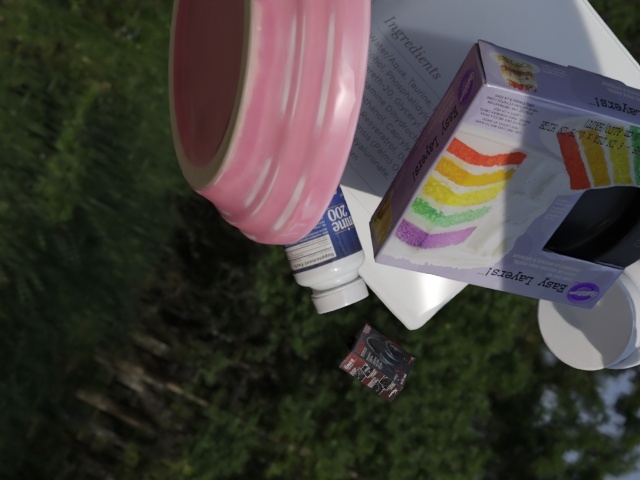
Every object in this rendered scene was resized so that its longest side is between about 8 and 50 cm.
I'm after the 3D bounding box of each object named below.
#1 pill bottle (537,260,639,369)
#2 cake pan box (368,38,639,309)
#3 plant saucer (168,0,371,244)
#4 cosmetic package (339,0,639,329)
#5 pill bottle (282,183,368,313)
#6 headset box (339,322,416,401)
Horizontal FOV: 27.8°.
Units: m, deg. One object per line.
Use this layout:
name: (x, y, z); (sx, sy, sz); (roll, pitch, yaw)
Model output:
pill bottle: (0.415, 0.084, 1.735); (0.283, 0.160, 0.160); (-9, 138, -52)
cake pan box: (0.212, -0.051, 1.243); (0.246, 0.266, 0.070); (123, -27, -42)
plant saucer: (-0.058, -0.163, 1.081); (0.332, 0.084, 0.332); (-178, -90, -68)
cosmetic package: (0.122, -0.169, 1.560); (0.393, 0.327, 0.329); (-42, -166, 3)
pill bottle: (0.000, 0.000, 1.143); (0.067, 0.120, 0.067); (-20, -177, 1)
headset box: (0.065, 0.142, 1.540); (0.032, 0.083, 0.062); (-52, -177, 37)
